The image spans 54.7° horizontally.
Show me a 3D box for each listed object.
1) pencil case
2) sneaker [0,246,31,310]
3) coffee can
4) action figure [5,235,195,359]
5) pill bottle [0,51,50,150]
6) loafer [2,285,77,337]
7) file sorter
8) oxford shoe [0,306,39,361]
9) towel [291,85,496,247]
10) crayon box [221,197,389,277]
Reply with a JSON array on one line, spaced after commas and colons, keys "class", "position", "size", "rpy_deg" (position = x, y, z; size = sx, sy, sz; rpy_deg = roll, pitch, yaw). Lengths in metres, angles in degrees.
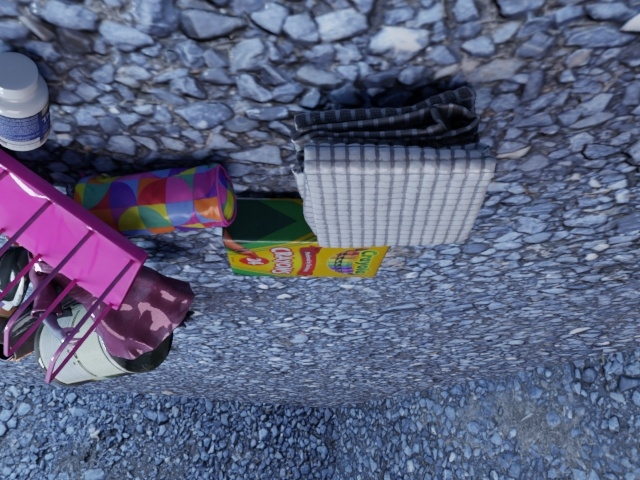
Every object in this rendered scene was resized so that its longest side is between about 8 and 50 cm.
[{"class": "pencil case", "position": [-0.244, -0.061, 0.904], "size": [0.237, 0.104, 0.104], "rpy_deg": [-3, 158, 7]}, {"class": "sneaker", "position": [-0.653, 0.074, 1.230], "size": [0.124, 0.107, 0.283], "rpy_deg": [20, 151, -29]}, {"class": "coffee can", "position": [-0.522, 0.236, 1.488], "size": [0.275, 0.201, 0.202], "rpy_deg": [-17, 153, 35]}, {"class": "action figure", "position": [-0.407, 0.054, 1.128], "size": [0.276, 0.248, 0.370], "rpy_deg": [27, 163, 49]}, {"class": "pill bottle", "position": [-0.345, -0.158, 0.705], "size": [0.067, 0.067, 0.120], "rpy_deg": [8, 157, -19]}, {"class": "loafer", "position": [-0.532, 0.128, 1.249], "size": [0.078, 0.223, 0.076], "rpy_deg": [59, 167, -25]}, {"class": "file sorter", "position": [-0.430, 0.035, 0.853], "size": [0.291, 0.182, 0.202], "rpy_deg": [37, 145, -7]}, {"class": "oxford shoe", "position": [-0.803, 0.263, 1.642], "size": [0.130, 0.132, 0.364], "rpy_deg": [-9, 156, 20]}, {"class": "towel", "position": [0.091, -0.085, 0.829], "size": [0.235, 0.121, 0.283], "rpy_deg": [-1, 159, 6]}, {"class": "crayon box", "position": [0.000, 0.000, 1.066], "size": [0.319, 0.081, 0.202], "rpy_deg": [0, 161, -2]}]
